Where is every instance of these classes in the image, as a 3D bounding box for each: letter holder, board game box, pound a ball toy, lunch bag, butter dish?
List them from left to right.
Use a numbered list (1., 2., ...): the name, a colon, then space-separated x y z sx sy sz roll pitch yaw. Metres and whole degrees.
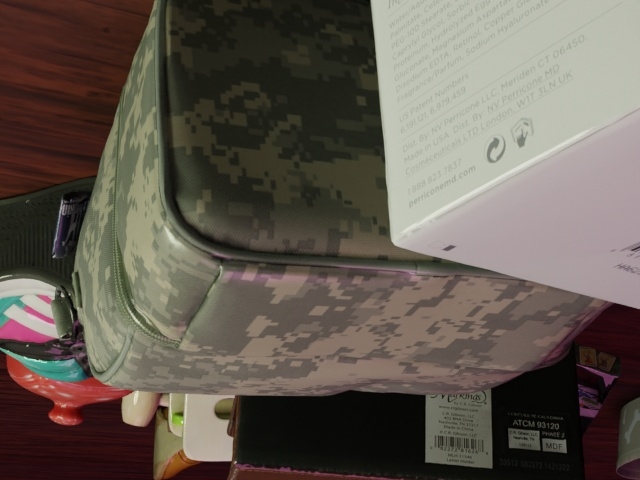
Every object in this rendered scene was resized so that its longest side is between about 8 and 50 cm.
1. butter dish: -0.246 0.125 1.068 0.160 0.118 0.160 12 169 -33
2. pound a ball toy: -0.065 0.171 1.266 0.319 0.135 0.208 3 -178 -15
3. lunch bag: 0.000 0.000 0.674 0.305 0.212 0.256 4 144 -21
4. letter holder: 0.064 0.180 1.005 0.302 0.152 0.214 6 152 -7
5. board game box: 0.166 0.125 1.111 0.260 0.030 0.136 18 145 7

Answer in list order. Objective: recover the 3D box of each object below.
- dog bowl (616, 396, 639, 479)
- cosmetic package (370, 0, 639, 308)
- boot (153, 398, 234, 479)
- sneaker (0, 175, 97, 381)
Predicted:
1. dog bowl: 0.633 0.297 1.671 0.349 0.102 0.349 -3 157 -1
2. cosmetic package: 0.145 -0.101 0.465 0.224 0.224 0.138 13 150 -36
3. boot: -0.121 0.271 1.492 0.211 0.104 0.295 3 153 -15
4. sneaker: -0.188 0.044 0.895 0.296 0.123 0.178 -4 154 22
